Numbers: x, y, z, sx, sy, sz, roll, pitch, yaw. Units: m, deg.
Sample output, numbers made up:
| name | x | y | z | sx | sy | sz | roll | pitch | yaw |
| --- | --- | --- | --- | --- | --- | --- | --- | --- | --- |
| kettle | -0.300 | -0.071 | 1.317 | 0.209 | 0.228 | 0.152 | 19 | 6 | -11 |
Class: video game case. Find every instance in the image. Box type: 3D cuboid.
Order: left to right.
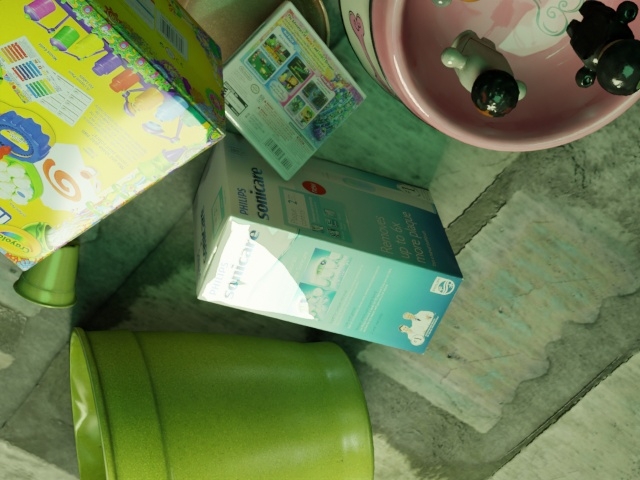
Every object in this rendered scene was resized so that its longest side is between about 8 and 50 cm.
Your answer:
| name | x | y | z | sx | sy | sz | roll | pitch | yaw |
| --- | --- | --- | --- | --- | --- | --- | --- | --- | --- |
| video game case | -0.040 | -0.172 | 1.337 | 0.143 | 0.019 | 0.157 | -47 | 120 | -8 |

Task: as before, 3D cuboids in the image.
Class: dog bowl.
| name | x | y | z | sx | sy | sz | roll | pitch | yaw |
| --- | --- | --- | --- | --- | --- | --- | --- | --- | --- |
| dog bowl | 0.228 | -0.279 | 1.304 | 0.408 | 0.150 | 0.408 | -4 | 123 | -6 |

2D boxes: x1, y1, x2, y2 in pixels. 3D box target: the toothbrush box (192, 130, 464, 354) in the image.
| name | x | y | z | sx | sy | sz | roll | pitch | yaw |
| --- | --- | --- | --- | --- | --- | --- | --- | --- | --- |
| toothbrush box | 0.000 | 0.000 | 1.415 | 0.295 | 0.216 | 0.126 | 15 | 119 | -15 |

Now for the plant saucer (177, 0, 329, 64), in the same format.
| name | x | y | z | sx | sy | sz | roll | pitch | yaw |
| --- | --- | --- | --- | --- | --- | --- | --- | --- | --- |
| plant saucer | -0.089 | -0.243 | 1.350 | 0.198 | 0.036 | 0.198 | -3 | 123 | -5 |

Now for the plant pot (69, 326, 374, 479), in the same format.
| name | x | y | z | sx | sy | sz | roll | pitch | yaw |
| --- | --- | --- | --- | --- | --- | --- | --- | --- | --- |
| plant pot | -0.128 | 0.275 | 1.524 | 0.353 | 0.366 | 0.366 | -6 | 124 | -18 |

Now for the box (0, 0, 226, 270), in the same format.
| name | x | y | z | sx | sy | sz | roll | pitch | yaw |
| --- | --- | --- | --- | --- | --- | --- | --- | --- | --- |
| box | -0.294 | -0.171 | 1.155 | 0.279 | 0.177 | 0.290 | -31 | 127 | 18 |

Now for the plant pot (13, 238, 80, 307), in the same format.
| name | x | y | z | sx | sy | sz | roll | pitch | yaw |
| --- | --- | --- | --- | --- | --- | --- | --- | --- | --- |
| plant pot | -0.342 | 0.033 | 1.477 | 0.083 | 0.083 | 0.079 | 15 | 108 | -17 |

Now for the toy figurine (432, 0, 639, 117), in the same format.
| name | x | y | z | sx | sy | sz | roll | pitch | yaw |
| --- | --- | --- | --- | --- | --- | --- | --- | --- | --- |
| toy figurine | 0.219 | -0.234 | 1.153 | 0.209 | 0.148 | 0.213 | -13 | 124 | 1 |
